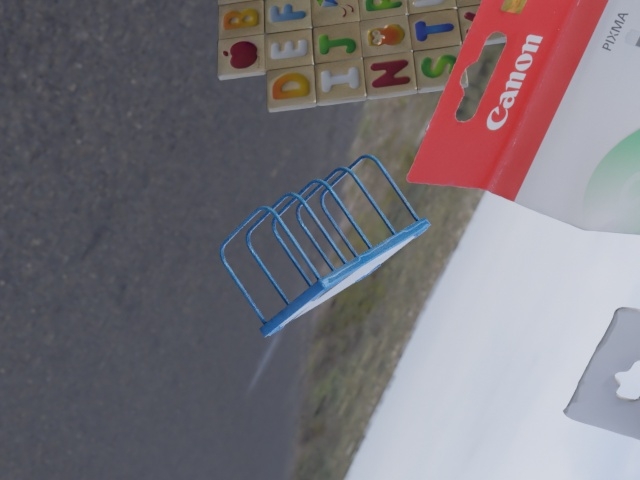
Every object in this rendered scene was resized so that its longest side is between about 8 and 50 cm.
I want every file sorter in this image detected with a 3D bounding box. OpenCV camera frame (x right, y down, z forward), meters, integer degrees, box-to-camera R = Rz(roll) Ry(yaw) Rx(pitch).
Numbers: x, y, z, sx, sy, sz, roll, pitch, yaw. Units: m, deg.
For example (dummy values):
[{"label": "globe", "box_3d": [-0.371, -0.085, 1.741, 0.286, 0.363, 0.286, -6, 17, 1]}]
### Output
[{"label": "file sorter", "box_3d": [0.000, 0.000, 1.150, 0.170, 0.104, 0.118, -30, 172, -42]}]

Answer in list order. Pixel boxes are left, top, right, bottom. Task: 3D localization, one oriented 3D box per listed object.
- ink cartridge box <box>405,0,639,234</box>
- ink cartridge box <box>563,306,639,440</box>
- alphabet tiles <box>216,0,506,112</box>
[{"label": "ink cartridge box", "box_3d": [0.194, -0.096, 0.811, 0.056, 0.224, 0.181, 53, -49, 46]}, {"label": "ink cartridge box", "box_3d": [0.330, 0.186, 0.739, 0.207, 0.353, 0.119, 90, 23, -60]}, {"label": "alphabet tiles", "box_3d": [0.045, -0.278, 1.344, 0.011, 0.342, 0.285, 74, 11, -57]}]
